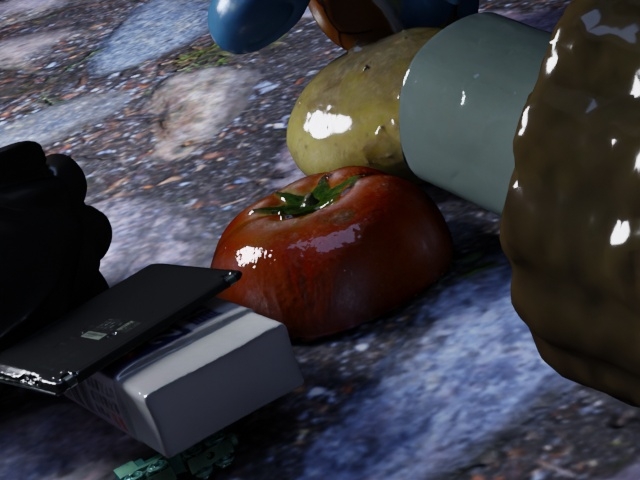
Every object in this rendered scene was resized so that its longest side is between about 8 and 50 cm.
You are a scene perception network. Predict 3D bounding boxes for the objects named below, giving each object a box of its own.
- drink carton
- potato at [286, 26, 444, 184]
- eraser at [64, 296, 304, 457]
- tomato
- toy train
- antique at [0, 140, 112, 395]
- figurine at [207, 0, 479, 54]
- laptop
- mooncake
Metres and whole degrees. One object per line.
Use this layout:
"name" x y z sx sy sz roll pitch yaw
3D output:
"drink carton" 0.171 -0.090 1.103 0.191 0.185 0.190 -33 46 -28
"potato" 0.109 -0.126 1.328 0.296 0.141 0.191 0 30 27
"eraser" -0.117 0.092 1.068 0.124 0.068 0.210 -25 19 -25
"tomato" -0.001 -0.001 1.206 0.225 0.085 0.225 -16 25 8
"toy train" -0.103 0.160 0.996 0.092 0.029 0.045 -26 17 -17
"antique" -0.322 0.041 1.210 0.255 0.185 0.322 -21 25 9
"figurine" 0.074 -0.276 1.474 0.243 0.298 0.416 -46 -18 29
"laptop" -0.160 0.063 1.066 0.180 0.016 0.129 -32 23 -35
"mooncake" 0.272 -0.028 0.818 0.324 0.324 0.187 -29 30 -25
